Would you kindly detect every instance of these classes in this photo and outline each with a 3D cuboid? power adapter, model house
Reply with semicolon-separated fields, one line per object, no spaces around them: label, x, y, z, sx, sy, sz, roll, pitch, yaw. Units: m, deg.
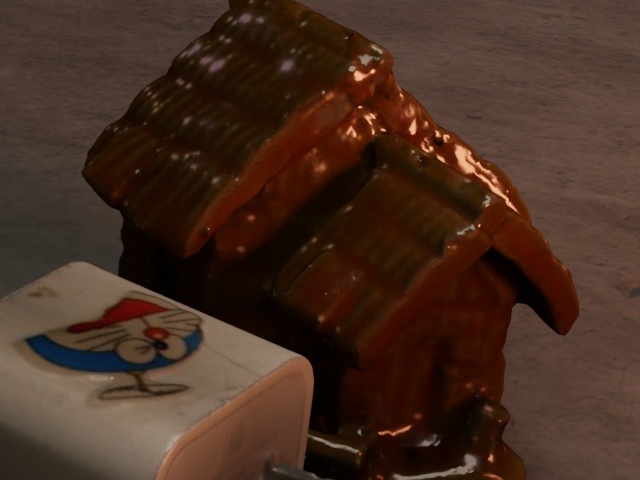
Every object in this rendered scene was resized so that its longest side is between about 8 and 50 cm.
power adapter;-0.064;0.110;0.907;0.205;0.125;0.130;21;30;25
model house;0.000;0.002;1.028;0.219;0.229;0.199;-7;25;-24
